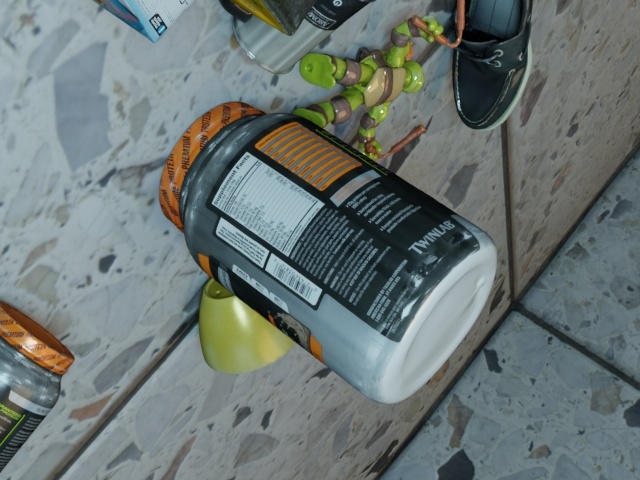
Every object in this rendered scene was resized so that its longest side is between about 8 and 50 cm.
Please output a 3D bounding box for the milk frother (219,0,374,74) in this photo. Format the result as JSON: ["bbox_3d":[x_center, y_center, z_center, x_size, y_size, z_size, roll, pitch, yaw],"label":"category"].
[{"bbox_3d":[-0.022,-0.267,0.913,0.134,0.129,0.143,-31,-153,39],"label":"milk frother"}]

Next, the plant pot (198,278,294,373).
[{"bbox_3d":[-0.104,0.092,1.185,0.134,0.134,0.095,-39,126,-31],"label":"plant pot"}]

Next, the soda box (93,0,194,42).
[{"bbox_3d":[-0.162,-0.210,0.619,0.063,0.183,0.058,-50,155,-8],"label":"soda box"}]

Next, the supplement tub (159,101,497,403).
[{"bbox_3d":[0.000,0.000,0.979,0.207,0.338,0.207,-41,152,-28],"label":"supplement tub"}]

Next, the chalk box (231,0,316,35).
[{"bbox_3d":[-0.034,-0.344,0.693,0.289,0.179,0.180,-56,154,-2],"label":"chalk box"}]

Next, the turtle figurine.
[{"bbox_3d":[0.067,-0.207,1.143,0.217,0.087,0.270,-18,145,-42],"label":"turtle figurine"}]

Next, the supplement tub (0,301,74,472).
[{"bbox_3d":[-0.327,0.159,0.860,0.190,0.117,0.117,-51,155,-7],"label":"supplement tub"}]

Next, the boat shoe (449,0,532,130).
[{"bbox_3d":[0.236,-0.304,1.277,0.113,0.127,0.340,-25,140,-45],"label":"boat shoe"}]
